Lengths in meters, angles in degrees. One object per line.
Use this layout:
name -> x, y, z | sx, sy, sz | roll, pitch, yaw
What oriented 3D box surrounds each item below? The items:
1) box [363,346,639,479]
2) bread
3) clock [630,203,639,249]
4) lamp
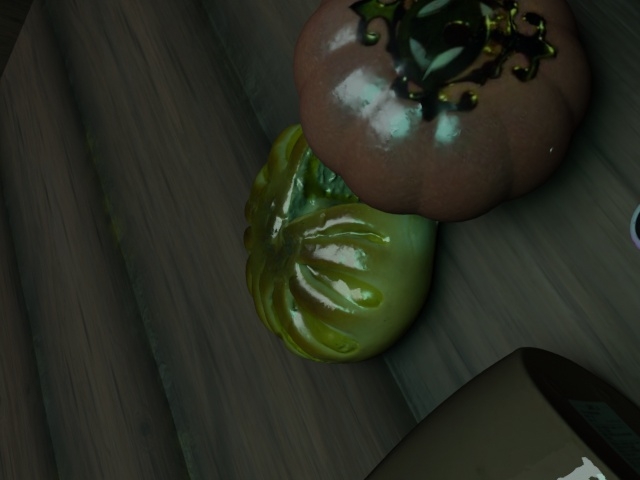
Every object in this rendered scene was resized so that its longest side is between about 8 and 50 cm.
box -> 0.197, 0.247, 0.572 | 0.216, 0.301, 0.301 | -53, 49, 18
bread -> 0.000, 0.000, 0.903 | 0.333, 0.160, 0.333 | -10, 77, 48
clock -> 0.387, -0.047, 0.540 | 0.227, 0.090, 0.248 | 52, 122, 39
lamp -> 0.122, -0.160, 0.733 | 0.305, 0.239, 0.305 | -1, 71, 3
